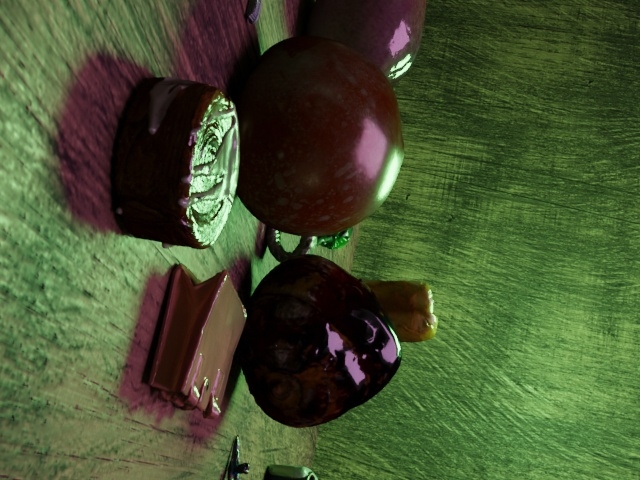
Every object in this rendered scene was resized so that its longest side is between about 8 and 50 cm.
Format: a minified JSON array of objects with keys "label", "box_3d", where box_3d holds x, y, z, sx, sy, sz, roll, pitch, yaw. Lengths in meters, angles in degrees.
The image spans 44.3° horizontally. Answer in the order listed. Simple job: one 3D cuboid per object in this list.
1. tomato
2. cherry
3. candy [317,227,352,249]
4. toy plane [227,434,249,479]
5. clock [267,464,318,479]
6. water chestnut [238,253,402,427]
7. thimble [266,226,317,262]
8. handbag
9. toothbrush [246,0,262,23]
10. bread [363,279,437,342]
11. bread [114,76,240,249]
[{"label":"tomato","box_3d":[0.003,-0.136,1.062,0.270,0.223,0.270,13,90,-85]},{"label":"cherry","box_3d":[0.078,-0.382,1.378,0.239,0.206,0.239,6,90,-82]},{"label":"candy","box_3d":[-0.002,0.001,1.881,0.323,0.097,0.097,-33,134,-69]},{"label":"toy plane","box_3d":[-0.141,0.432,1.360,0.135,0.062,0.188,38,56,-52]},{"label":"clock","box_3d":[-0.077,0.666,1.879,0.199,0.147,0.243,68,29,-68]},{"label":"water chestnut","box_3d":[-0.013,0.165,1.306,0.244,0.289,0.288,14,-86,63]},{"label":"thimble","box_3d":[-0.049,-0.010,1.371,0.062,0.085,0.109,52,50,-80]},{"label":"handbag","box_3d":[-0.140,0.126,0.940,0.212,0.059,0.157,82,19,-71]},{"label":"toothbrush","box_3d":[-0.066,-0.378,1.005,0.019,0.016,0.219,48,53,-70]},{"label":"bread","box_3d":[0.119,0.177,1.957,0.195,0.344,0.148,50,41,-79]},{"label":"bread","box_3d":[-0.127,-0.069,0.718,0.160,0.073,0.160,7,90,-81]}]
